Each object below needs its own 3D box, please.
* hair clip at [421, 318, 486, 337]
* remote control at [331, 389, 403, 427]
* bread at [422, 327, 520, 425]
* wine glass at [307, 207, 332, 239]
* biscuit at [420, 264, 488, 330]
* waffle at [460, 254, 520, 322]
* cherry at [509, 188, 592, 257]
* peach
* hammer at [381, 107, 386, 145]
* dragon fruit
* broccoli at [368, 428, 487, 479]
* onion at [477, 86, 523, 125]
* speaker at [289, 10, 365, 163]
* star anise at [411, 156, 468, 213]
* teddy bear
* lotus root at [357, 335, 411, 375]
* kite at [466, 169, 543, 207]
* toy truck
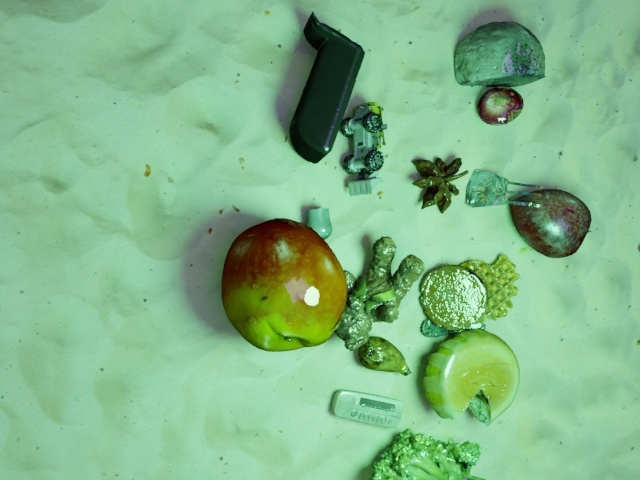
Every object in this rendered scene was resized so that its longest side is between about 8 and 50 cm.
[{"bbox_3d":[0.440,0.289,1.861,0.229,0.036,0.065,0,84,-12],"label":"hair clip"},{"bbox_3d":[0.147,0.525,1.751,0.231,0.049,0.090,17,83,-18],"label":"remote control"},{"bbox_3d":[0.484,0.432,1.810,0.333,0.160,0.332,0,90,-21],"label":"bread"},{"bbox_3d":[0.000,0.000,1.689,0.079,0.079,0.195,-4,91,-19],"label":"wine glass"},{"bbox_3d":[0.434,0.185,1.816,0.226,0.042,0.225,0,91,9],"label":"biscuit"},{"bbox_3d":[0.556,0.151,1.892,0.253,0.056,0.248,25,82,-15],"label":"waffle"},{"bbox_3d":[0.785,-0.065,1.900,0.301,0.203,0.230,25,83,-3],"label":"cherry"},{"bbox_3d":[-0.095,0.115,1.530,0.371,0.370,0.369,0,89,-19],"label":"peach"},{"bbox_3d":[0.198,-0.367,1.797,0.029,0.014,0.122,-9,95,-10],"label":"hammer"},{"bbox_3d":[0.606,-0.620,1.835,0.283,0.221,0.203,-6,97,-17],"label":"dragon fruit"},{"bbox_3d":[0.338,0.731,1.711,0.338,0.318,0.276,41,58,-54],"label":"broccoli"},{"bbox_3d":[0.612,-0.438,1.901,0.150,0.140,0.149,-7,64,16],"label":"onion"},{"bbox_3d":[-0.012,-0.441,1.647,0.184,0.180,0.387,19,82,-11],"label":"speaker"},{"bbox_3d":[0.384,-0.191,1.816,0.196,0.111,0.212,19,90,-11],"label":"star anise"},{"bbox_3d":[0.143,0.152,1.670,0.223,0.246,0.296,-16,134,-47],"label":"teddy bear"},{"bbox_3d":[0.203,0.370,1.755,0.191,0.094,0.108,29,104,-25],"label":"lotus root"},{"bbox_3d":[0.611,-0.163,1.863,0.245,0.015,0.141,9,78,17],"label":"kite"},{"bbox_3d":[0.143,-0.280,1.718,0.111,0.136,0.285,-2,91,-40],"label":"toy truck"}]
